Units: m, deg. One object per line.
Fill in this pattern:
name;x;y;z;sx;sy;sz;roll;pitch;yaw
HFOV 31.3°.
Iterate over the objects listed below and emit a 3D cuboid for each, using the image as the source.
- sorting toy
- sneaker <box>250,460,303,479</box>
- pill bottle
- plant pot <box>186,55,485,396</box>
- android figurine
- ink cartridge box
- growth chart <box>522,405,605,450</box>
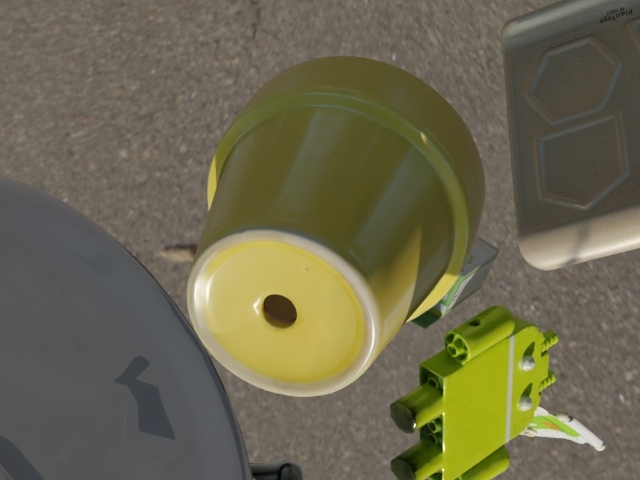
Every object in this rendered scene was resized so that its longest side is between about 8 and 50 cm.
sorting toy;0.229;-0.094;0.829;0.193;0.208;0.038;-17;153;30
sneaker;-0.010;0.359;1.320;0.282;0.099;0.153;28;93;-13
pill bottle;-0.224;0.148;0.481;0.363;0.210;0.210;-34;105;19
plant pot;0.000;0.000;0.996;0.253;0.239;0.254;9;123;15
android figurine;0.197;0.194;1.403;0.272;0.056;0.248;-23;124;-35
ink cartridge box;0.126;0.029;1.353;0.109;0.209;0.062;31;113;17
growth chart;0.283;0.260;1.623;0.237;0.021;0.172;-4;153;45
